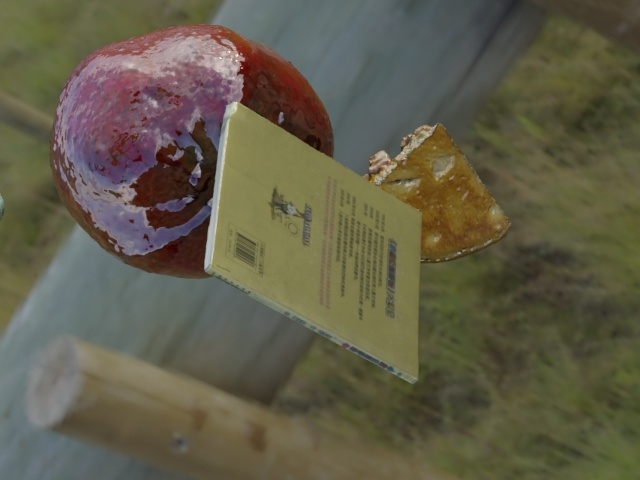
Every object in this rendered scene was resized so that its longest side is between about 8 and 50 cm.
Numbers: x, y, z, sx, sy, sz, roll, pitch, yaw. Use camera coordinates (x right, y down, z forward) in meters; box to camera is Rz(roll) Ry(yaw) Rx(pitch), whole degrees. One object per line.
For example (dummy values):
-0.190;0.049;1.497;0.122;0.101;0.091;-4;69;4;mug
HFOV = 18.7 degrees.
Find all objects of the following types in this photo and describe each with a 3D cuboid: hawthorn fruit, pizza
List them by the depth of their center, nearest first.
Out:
0.098;-0.043;1.804;0.046;0.175;0.134;33;108;66;pizza
-0.140;-0.104;1.855;0.254;0.254;0.300;-56;41;9;hawthorn fruit

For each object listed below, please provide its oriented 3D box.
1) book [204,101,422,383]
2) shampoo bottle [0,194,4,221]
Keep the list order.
0.000;0.000;1.429;0.013;0.192;0.168;-38;33;37;book
-0.276;0.018;1.386;0.069;0.041;0.191;-31;15;17;shampoo bottle
